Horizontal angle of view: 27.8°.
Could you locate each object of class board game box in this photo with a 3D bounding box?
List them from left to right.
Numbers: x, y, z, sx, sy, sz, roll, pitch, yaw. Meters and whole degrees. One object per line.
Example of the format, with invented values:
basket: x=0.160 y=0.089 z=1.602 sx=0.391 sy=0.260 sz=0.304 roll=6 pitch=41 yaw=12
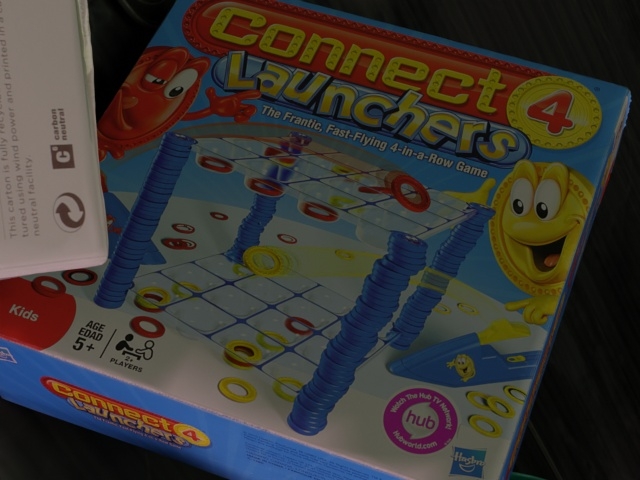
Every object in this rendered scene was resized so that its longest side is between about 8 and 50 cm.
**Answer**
board game box: x=0.000 y=0.000 z=0.790 sx=0.086 sy=0.308 sz=0.302 roll=88 pitch=22 yaw=-55

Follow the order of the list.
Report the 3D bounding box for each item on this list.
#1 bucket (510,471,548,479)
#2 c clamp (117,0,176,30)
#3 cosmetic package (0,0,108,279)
bucket: x=0.163 y=0.318 z=1.024 sx=0.281 sy=0.183 sz=0.281 roll=10 pitch=77 yaw=-49
c clamp: x=-0.121 y=-0.232 z=0.899 sx=0.137 sy=0.022 sz=0.160 roll=46 pitch=51 yaw=-41
cosmetic package: x=-0.301 y=-0.038 z=0.513 sx=0.385 sy=0.217 sz=0.156 roll=-5 pitch=89 yaw=-52
